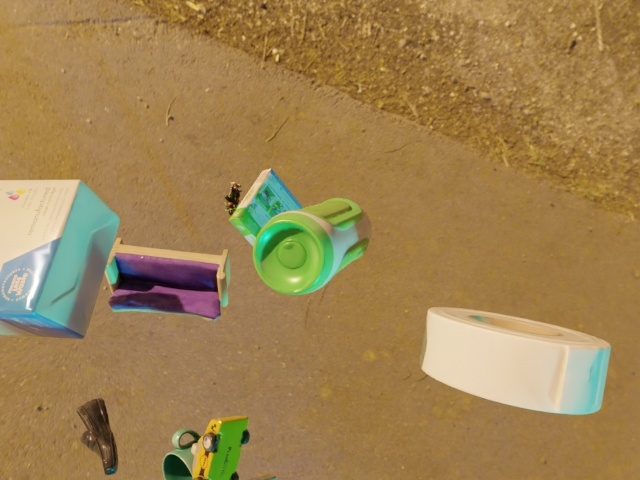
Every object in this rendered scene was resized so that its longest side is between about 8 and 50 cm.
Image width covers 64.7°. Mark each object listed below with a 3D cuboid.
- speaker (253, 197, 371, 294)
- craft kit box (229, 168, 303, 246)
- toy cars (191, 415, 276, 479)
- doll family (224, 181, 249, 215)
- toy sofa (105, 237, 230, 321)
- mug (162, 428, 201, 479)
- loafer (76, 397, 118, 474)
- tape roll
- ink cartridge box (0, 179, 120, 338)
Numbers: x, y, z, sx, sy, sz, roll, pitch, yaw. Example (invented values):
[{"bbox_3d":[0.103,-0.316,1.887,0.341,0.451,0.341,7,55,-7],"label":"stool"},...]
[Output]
[{"bbox_3d":[0.000,0.000,0.831,0.131,0.131,0.296,66,20,-1],"label":"speaker"},{"bbox_3d":[-0.169,-0.077,1.767,0.250,0.061,0.246,51,48,-31],"label":"craft kit box"},{"bbox_3d":[-0.197,0.535,1.109,0.176,0.087,0.393,-38,126,-34],"label":"toy cars"},{"bbox_3d":[-0.279,-0.120,1.795,0.193,0.076,0.111,26,66,-41],"label":"doll family"},{"bbox_3d":[-0.461,0.118,1.534,0.363,0.150,0.177,7,46,-1],"label":"toy sofa"},{"bbox_3d":[-0.285,0.519,1.167,0.097,0.129,0.157,-15,129,-50],"label":"mug"},{"bbox_3d":[-0.581,0.514,1.315,0.078,0.076,0.223,-14,44,-28],"label":"loafer"},{"bbox_3d":[0.311,0.185,0.829,0.286,0.286,0.100,10,90,-24],"label":"tape roll"},{"bbox_3d":[-0.332,0.016,0.490,0.231,0.078,0.134,0,64,11],"label":"ink cartridge box"}]
